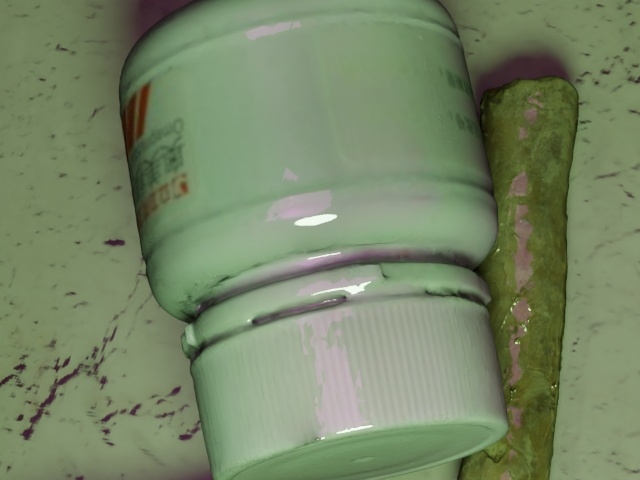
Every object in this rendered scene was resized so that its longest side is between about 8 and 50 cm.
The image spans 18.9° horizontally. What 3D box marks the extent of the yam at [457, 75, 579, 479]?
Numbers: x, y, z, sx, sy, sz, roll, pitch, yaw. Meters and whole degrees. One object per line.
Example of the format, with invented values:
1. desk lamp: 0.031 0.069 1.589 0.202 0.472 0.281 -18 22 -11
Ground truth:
1. yam: 0.143 0.055 1.429 0.081 0.081 0.357 4 78 9

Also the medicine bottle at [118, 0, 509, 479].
1. medicine bottle: 0.000 0.000 1.363 0.256 0.256 0.325 -12 75 6
